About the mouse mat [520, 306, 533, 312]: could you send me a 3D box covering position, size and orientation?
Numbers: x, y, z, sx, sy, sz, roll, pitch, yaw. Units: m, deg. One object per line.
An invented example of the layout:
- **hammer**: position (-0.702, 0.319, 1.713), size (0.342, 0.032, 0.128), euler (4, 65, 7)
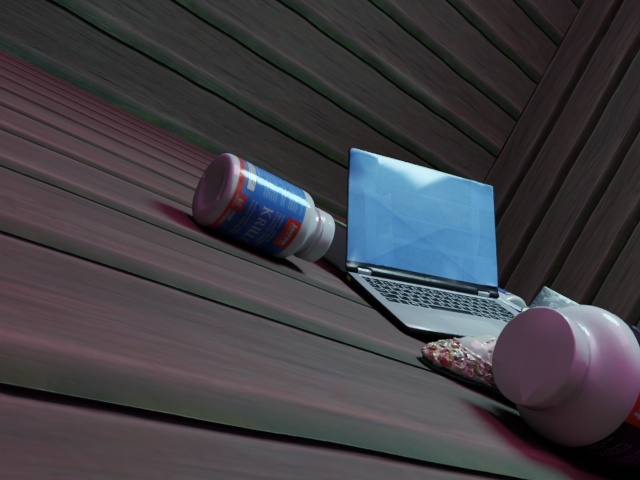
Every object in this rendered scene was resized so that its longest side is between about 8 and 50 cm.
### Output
- **mouse mat**: position (0.466, 0.208, 1.347), size (0.152, 0.007, 0.190), euler (10, 41, 14)

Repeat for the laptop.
- **laptop**: position (0.263, 0.014, 1.322), size (0.381, 0.237, 0.408), euler (11, 14, -25)

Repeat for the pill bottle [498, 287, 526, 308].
- **pill bottle**: position (0.490, 0.186, 1.956), size (0.112, 0.112, 0.186), euler (26, 3, -26)

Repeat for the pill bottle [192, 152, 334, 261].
- **pill bottle**: position (-0.087, -0.044, 1.122), size (0.221, 0.124, 0.124), euler (24, 7, -32)

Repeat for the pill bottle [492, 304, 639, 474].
- **pill bottle**: position (0.382, 0.198, 0.902), size (0.322, 0.182, 0.181), euler (25, 6, -29)

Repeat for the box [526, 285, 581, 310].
- **box**: position (0.495, 0.207, 1.431), size (0.158, 0.156, 0.093), euler (30, -29, 28)

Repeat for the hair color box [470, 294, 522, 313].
- **hair color box**: position (0.469, 0.215, 1.613), size (0.338, 0.110, 0.185), euler (27, 4, 9)

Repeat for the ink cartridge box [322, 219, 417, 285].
- **ink cartridge box**: position (0.119, 0.046, 1.507), size (0.154, 0.093, 0.212), euler (32, 5, 41)

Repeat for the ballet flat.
- **ballet flat**: position (0.252, 0.179, 0.988), size (0.240, 0.077, 0.091), euler (25, 7, -23)
